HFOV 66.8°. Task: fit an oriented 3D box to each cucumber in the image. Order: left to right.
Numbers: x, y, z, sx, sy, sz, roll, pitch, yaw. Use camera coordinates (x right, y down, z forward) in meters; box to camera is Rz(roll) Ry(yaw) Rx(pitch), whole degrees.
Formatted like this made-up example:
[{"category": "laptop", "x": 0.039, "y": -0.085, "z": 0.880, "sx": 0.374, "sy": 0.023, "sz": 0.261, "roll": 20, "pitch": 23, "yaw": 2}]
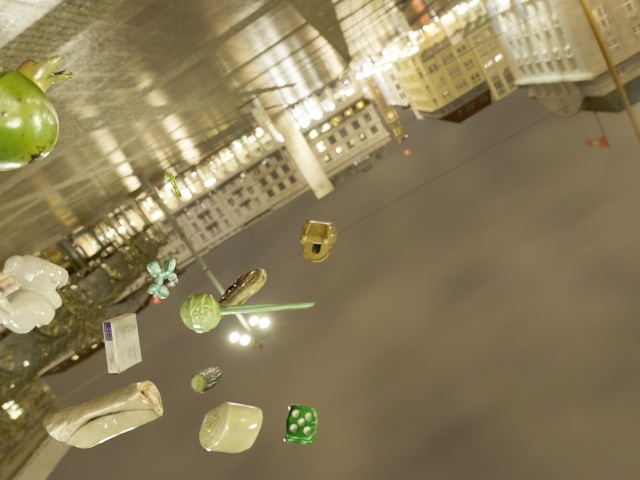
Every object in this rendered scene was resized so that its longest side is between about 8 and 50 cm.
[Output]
[{"category": "cucumber", "x": -0.421, "y": 0.524, "z": 1.836, "sx": 0.077, "sy": 0.077, "sz": 0.265, "roll": -32, "pitch": 169, "yaw": 1}]

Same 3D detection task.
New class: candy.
[{"category": "candy", "x": -0.175, "y": 0.163, "z": 1.161, "sx": 0.335, "sy": 0.093, "sz": 0.092, "roll": -7, "pitch": 160, "yaw": 11}]

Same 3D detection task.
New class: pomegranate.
[{"category": "pomegranate", "x": -0.737, "y": -0.310, "z": 1.152, "sx": 0.341, "sy": 0.260, "sz": 0.260, "roll": -50, "pitch": -161, "yaw": -15}]

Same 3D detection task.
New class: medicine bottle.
[{"category": "medicine bottle", "x": -0.758, "y": 0.394, "z": 1.870, "sx": 0.052, "sy": 0.201, "sz": 0.171, "roll": -7, "pitch": -177, "yaw": 10}]

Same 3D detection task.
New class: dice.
[{"category": "dice", "x": -0.076, "y": 0.721, "z": 1.895, "sx": 0.128, "sy": 0.120, "sz": 0.131, "roll": 105, "pitch": -6, "yaw": -58}]

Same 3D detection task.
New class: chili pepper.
[{"category": "chili pepper", "x": -0.363, "y": -0.141, "z": 1.200, "sx": 0.017, "sy": 0.083, "sz": 0.030, "roll": -24, "pitch": -138, "yaw": -8}]

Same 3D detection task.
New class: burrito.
[{"category": "burrito", "x": -0.622, "y": 0.505, "z": 1.410, "sx": 0.299, "sy": 0.143, "sz": 0.105, "roll": -21, "pitch": -142, "yaw": -2}]

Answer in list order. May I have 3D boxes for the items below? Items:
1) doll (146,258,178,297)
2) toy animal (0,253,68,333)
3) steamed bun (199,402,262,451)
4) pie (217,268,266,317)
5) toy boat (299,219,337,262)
[{"category": "doll", "x": -0.663, "y": 0.162, "z": 2.022, "sx": 0.059, "sy": 0.159, "sz": 0.159, "roll": -10, "pitch": -172, "yaw": 36}, {"category": "toy animal", "x": -0.765, "y": 0.131, "z": 1.256, "sx": 0.127, "sy": 0.179, "sz": 0.193, "roll": 2, "pitch": -125, "yaw": 35}, {"category": "steamed bun", "x": -0.345, "y": 0.738, "z": 1.882, "sx": 0.250, "sy": 0.200, "sz": 0.155, "roll": -42, "pitch": -144, "yaw": 39}, {"category": "pie", "x": -0.358, "y": 0.230, "z": 2.044, "sx": 0.339, "sy": 0.077, "sz": 0.339, "roll": -41, "pitch": -172, "yaw": 7}, {"category": "toy boat", "x": 0.000, "y": 0.000, "z": 1.069, "sx": 0.068, "sy": 0.088, "sz": 0.226, "roll": 8, "pitch": -178, "yaw": 6}]
